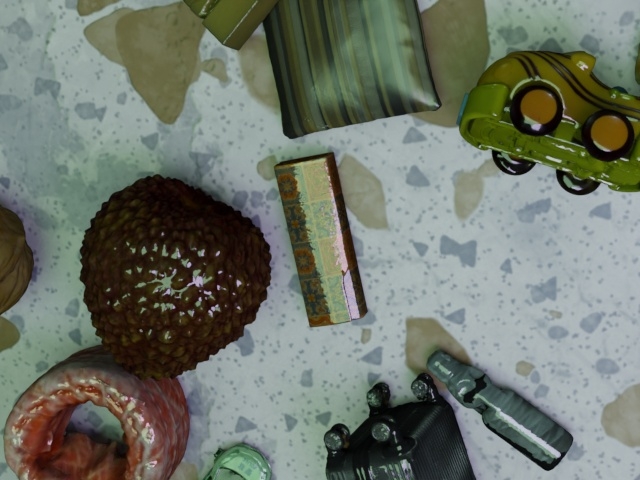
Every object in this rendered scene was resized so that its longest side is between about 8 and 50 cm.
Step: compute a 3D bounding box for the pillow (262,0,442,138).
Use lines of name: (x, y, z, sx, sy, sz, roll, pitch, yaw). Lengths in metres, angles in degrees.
pillow: (0.032, -0.246, 1.637, 0.212, 0.052, 0.208, -9, 94, 22)

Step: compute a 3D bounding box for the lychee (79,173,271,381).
lychee: (-0.194, 0.058, 1.668, 0.271, 0.271, 0.271, 3, 103, 13)

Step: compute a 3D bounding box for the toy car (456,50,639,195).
toy car: (0.292, -0.150, 1.534, 0.248, 0.200, 0.142, 19, 79, 1)

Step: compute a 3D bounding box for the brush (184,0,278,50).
brush: (-0.069, -0.357, 1.625, 0.233, 0.047, 0.103, -49, 65, 17)

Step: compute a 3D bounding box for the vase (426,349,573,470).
vase: (0.225, 0.213, 1.689, 0.211, 0.060, 0.060, 36, 108, 5)

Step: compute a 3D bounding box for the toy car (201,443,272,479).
toy car: (-0.141, 0.362, 1.814, 0.093, 0.058, 0.186, 39, 109, 5)

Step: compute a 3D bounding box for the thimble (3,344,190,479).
thimble: (-0.298, 0.265, 1.780, 0.239, 0.162, 0.239, 3, 104, 10)

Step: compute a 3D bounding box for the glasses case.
glasses case: (0.000, 0.000, 1.701, 0.075, 0.049, 0.218, -9, 100, 16)

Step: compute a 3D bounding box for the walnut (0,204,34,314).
walnut: (-0.489, 0.025, 1.761, 0.213, 0.213, 0.213, 3, 103, 13)

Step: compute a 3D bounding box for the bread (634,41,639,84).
bread: (0.409, -0.224, 1.547, 0.066, 0.060, 0.110, 8, 107, -21)

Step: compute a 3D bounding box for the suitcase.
suitcase: (0.122, 0.347, 1.673, 0.128, 0.202, 0.312, -16, 99, 27)
